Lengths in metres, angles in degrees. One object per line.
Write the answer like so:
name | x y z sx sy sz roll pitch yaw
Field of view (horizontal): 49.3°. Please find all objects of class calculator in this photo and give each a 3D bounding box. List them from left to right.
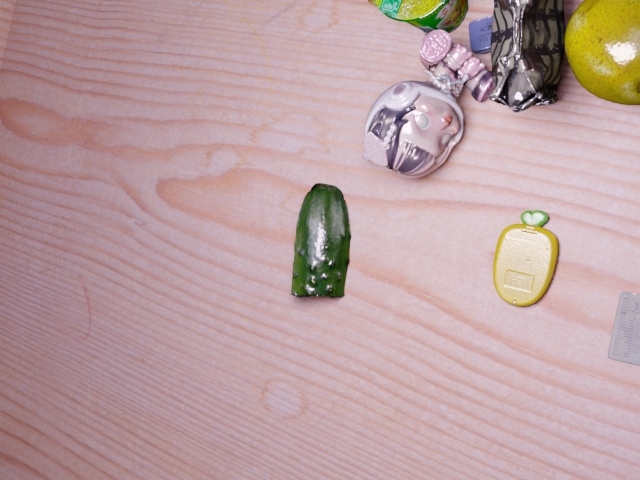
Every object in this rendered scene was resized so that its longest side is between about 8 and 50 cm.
calculator | 0.492 0.041 1.679 0.146 0.032 0.235 12 95 28

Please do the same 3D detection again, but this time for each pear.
pear | 0.668 -0.419 1.473 0.294 0.294 0.294 -2 87 28

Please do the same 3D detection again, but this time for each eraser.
eraser | 0.479 -0.521 1.712 0.225 0.036 0.082 -7 83 28

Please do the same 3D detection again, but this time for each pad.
pad | 0.782 0.215 1.529 0.265 0.009 0.160 11 93 28

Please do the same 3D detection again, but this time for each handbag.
handbag | 0.447 -0.453 1.529 0.162 0.327 0.325 2 103 21

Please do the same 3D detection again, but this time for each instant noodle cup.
instant noodle cup | 0.266 -0.604 1.720 0.207 0.232 0.207 -1 87 27

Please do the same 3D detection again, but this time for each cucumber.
cucumber | 0.001 0.000 1.908 0.145 0.105 0.326 5 87 29

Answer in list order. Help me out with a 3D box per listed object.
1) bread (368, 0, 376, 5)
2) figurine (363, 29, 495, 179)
bread | 0.172 -0.675 1.872 0.110 0.060 0.066 -35 57 22
figurine | 0.261 -0.322 1.729 0.361 0.253 0.211 -61 21 4
